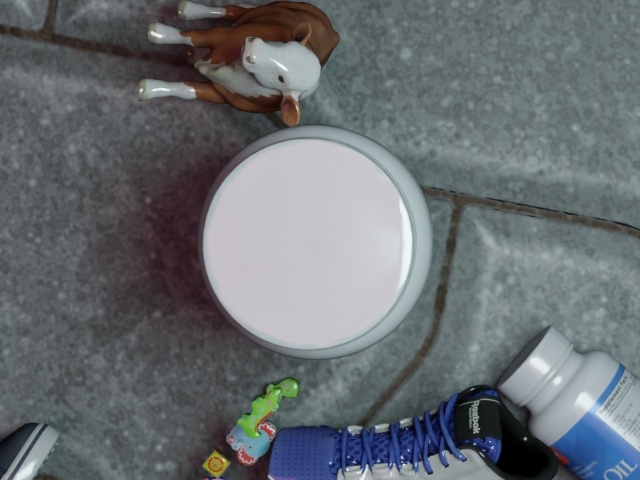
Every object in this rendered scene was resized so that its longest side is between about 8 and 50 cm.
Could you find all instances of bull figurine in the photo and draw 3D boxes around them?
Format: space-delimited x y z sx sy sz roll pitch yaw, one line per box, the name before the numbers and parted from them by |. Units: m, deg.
bull figurine | -0.073 -0.187 1.472 0.188 0.310 0.101 7 105 9

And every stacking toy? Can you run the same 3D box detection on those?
stacking toy | -0.095 0.242 1.546 0.052 0.167 0.221 38 93 3

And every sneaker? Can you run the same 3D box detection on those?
sneaker | -0.424 0.308 1.594 0.127 0.126 0.321 39 95 -3
sneaker | 0.109 0.219 1.509 0.315 0.127 0.182 10 134 -3

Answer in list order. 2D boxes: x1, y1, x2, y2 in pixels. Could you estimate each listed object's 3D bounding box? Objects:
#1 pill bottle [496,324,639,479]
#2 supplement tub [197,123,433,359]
pill bottle | 0.299 0.195 1.535 0.221 0.124 0.124 40 94 4
supplement tub | 0.000 0.000 1.457 0.228 0.316 0.228 0 91 5
